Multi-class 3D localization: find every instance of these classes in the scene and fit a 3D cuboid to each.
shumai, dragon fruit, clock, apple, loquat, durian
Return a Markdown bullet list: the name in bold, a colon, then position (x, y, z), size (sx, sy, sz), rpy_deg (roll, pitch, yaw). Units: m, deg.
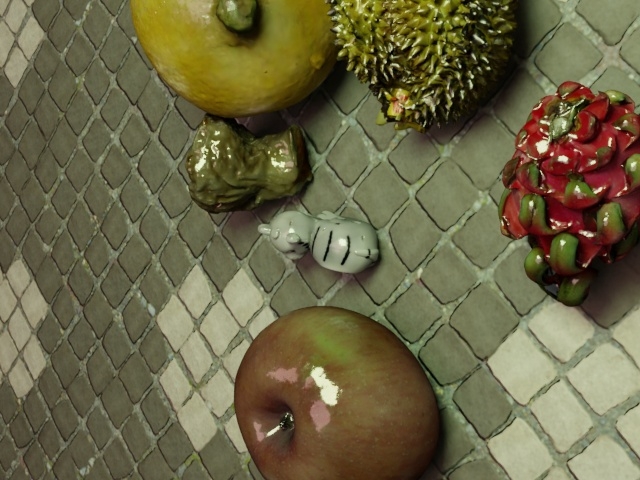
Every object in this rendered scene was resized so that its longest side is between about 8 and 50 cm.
- **shumai**: position (-0.108, -0.117, 1.386), size (0.176, 0.206, 0.166), rpy_deg (8, 91, 18)
- **dragon fruit**: position (0.296, -0.046, 1.029), size (0.218, 0.198, 0.272), rpy_deg (48, 122, 58)
- **clock**: position (0.000, 0.001, 1.329), size (0.176, 0.117, 0.079), rpy_deg (17, 103, 37)
- **apple**: position (0.018, 0.244, 1.248), size (0.306, 0.235, 0.305), rpy_deg (4, 96, 40)
- **loquat**: position (-0.110, -0.338, 1.263), size (0.359, 0.329, 0.328), rpy_deg (-105, 30, -73)
- **durian**: position (0.140, -0.293, 1.140), size (0.258, 0.258, 0.292), rpy_deg (-16, 92, 39)
